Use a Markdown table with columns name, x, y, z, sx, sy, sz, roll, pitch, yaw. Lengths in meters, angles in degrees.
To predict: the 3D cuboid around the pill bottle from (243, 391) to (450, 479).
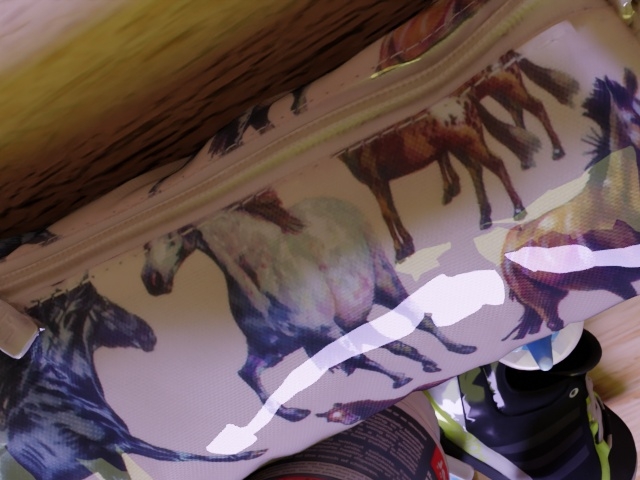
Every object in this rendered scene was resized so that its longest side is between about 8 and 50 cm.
| name | x | y | z | sx | sy | sz | roll | pitch | yaw |
| --- | --- | --- | --- | --- | --- | --- | --- | --- | --- |
| pill bottle | 0.010 | 0.136 | 0.937 | 0.108 | 0.180 | 0.108 | 4 | 112 | 11 |

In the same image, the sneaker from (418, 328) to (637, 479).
| name | x | y | z | sx | sy | sz | roll | pitch | yaw |
| --- | --- | --- | --- | --- | --- | --- | --- | --- | --- |
| sneaker | 0.135 | 0.097 | 1.078 | 0.097 | 0.084 | 0.234 | -34 | 142 | 29 |

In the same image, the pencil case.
| name | x | y | z | sx | sy | sz | roll | pitch | yaw |
| --- | --- | --- | --- | --- | --- | --- | --- | --- | --- |
| pencil case | 0.000 | 0.000 | 0.811 | 0.410 | 0.160 | 0.183 | -28 | 152 | 24 |

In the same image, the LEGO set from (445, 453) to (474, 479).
| name | x | y | z | sx | sy | sz | roll | pitch | yaw |
| --- | --- | --- | --- | --- | --- | --- | --- | --- | --- |
| LEGO set | 0.112 | 0.190 | 1.102 | 0.244 | 0.060 | 0.182 | 23 | 162 | 1 |

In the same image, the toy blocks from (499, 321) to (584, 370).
| name | x | y | z | sx | sy | sz | roll | pitch | yaw |
| --- | --- | --- | --- | --- | --- | --- | --- | --- | --- |
| toy blocks | 0.135 | 0.019 | 0.903 | 0.123 | 0.148 | 0.054 | -16 | 104 | 7 |
